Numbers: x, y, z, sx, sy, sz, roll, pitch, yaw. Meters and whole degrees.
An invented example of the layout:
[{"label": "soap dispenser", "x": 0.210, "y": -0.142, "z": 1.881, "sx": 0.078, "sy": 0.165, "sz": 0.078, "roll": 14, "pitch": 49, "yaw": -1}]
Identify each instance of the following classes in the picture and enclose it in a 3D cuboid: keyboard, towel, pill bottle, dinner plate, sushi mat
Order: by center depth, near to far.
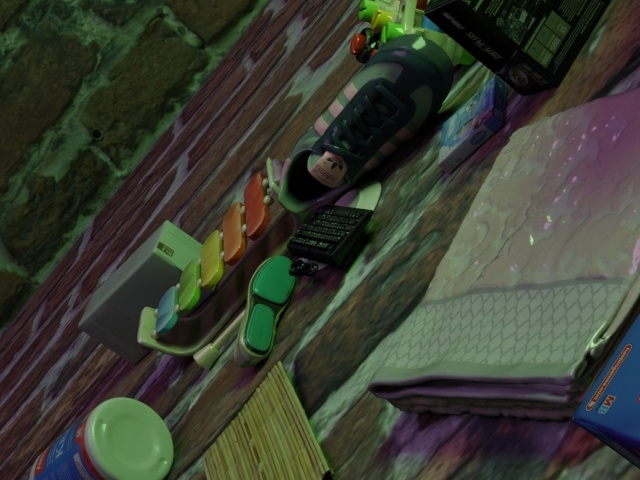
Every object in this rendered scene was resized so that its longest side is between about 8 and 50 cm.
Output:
[{"label": "towel", "x": 0.193, "y": 0.002, "z": 1.116, "sx": 0.317, "sy": 0.053, "sz": 0.332, "roll": -59, "pitch": 18, "yaw": -19}, {"label": "sushi mat", "x": -0.060, "y": 0.235, "z": 1.388, "sx": 0.151, "sy": 0.019, "sz": 0.316, "roll": -51, "pitch": 17, "yaw": 5}, {"label": "keyboard", "x": 0.000, "y": 0.000, "z": 1.646, "sx": 0.108, "sy": 0.023, "sz": 0.180, "roll": -56, "pitch": 16, "yaw": -7}, {"label": "dinner plate", "x": 0.025, "y": -0.023, "z": 1.693, "sx": 0.141, "sy": 0.017, "sz": 0.141, "roll": -47, "pitch": 19, "yaw": 21}, {"label": "pill bottle", "x": -0.293, "y": 0.297, "z": 1.714, "sx": 0.221, "sy": 0.124, "sz": 0.124, "roll": -40, "pitch": 21, "yaw": 38}]

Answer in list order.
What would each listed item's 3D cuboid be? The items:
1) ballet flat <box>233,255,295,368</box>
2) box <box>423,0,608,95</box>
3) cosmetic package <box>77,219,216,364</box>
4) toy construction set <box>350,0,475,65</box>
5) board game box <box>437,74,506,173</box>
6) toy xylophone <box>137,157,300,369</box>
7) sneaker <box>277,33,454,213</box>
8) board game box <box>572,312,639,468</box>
[{"label": "ballet flat", "x": -0.075, "y": 0.088, "z": 1.676, "sx": 0.052, "sy": 0.057, "sz": 0.168, "roll": -51, "pitch": 13, "yaw": 44}, {"label": "box", "x": 0.221, "y": -0.271, "z": 1.428, "sx": 0.180, "sy": 0.147, "sz": 0.077, "roll": -58, "pitch": 17, "yaw": -14}, {"label": "cosmetic package", "x": -0.263, "y": 0.083, "z": 2.090, "sx": 0.231, "sy": 0.117, "sz": 0.085, "roll": -41, "pitch": 22, "yaw": 34}, {"label": "toy construction set", "x": 0.132, "y": -0.311, "z": 1.750, "sx": 0.327, "sy": 0.151, "sz": 0.215, "roll": -82, "pitch": 7, "yaw": -73}, {"label": "board game box", "x": 0.169, "y": -0.129, "z": 1.507, "sx": 0.090, "sy": 0.020, "sz": 0.090, "roll": -45, "pitch": 18, "yaw": 32}, {"label": "toy xylophone", "x": -0.128, "y": 0.042, "z": 1.863, "sx": 0.322, "sy": 0.081, "sz": 0.236, "roll": -52, "pitch": 17, "yaw": 7}, {"label": "sneaker", "x": 0.051, "y": -0.128, "z": 1.670, "sx": 0.131, "sy": 0.112, "sz": 0.319, "roll": -57, "pitch": 7, "yaw": -37}, {"label": "board game box", "x": 0.312, "y": -0.003, "z": 0.748, "sx": 0.347, "sy": 0.078, "sz": 0.233, "roll": -55, "pitch": 16, "yaw": -7}]
